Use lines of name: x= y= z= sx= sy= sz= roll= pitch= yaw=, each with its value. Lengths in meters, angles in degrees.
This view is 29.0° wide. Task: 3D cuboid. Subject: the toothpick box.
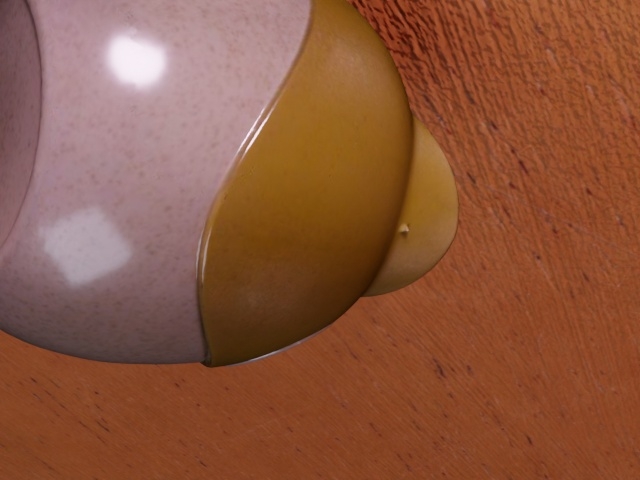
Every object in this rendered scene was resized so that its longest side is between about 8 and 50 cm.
toothpick box: x=-0.125 y=-0.076 z=1.158 sx=0.425 sy=0.409 sz=0.409 roll=5 pitch=155 yaw=-38
